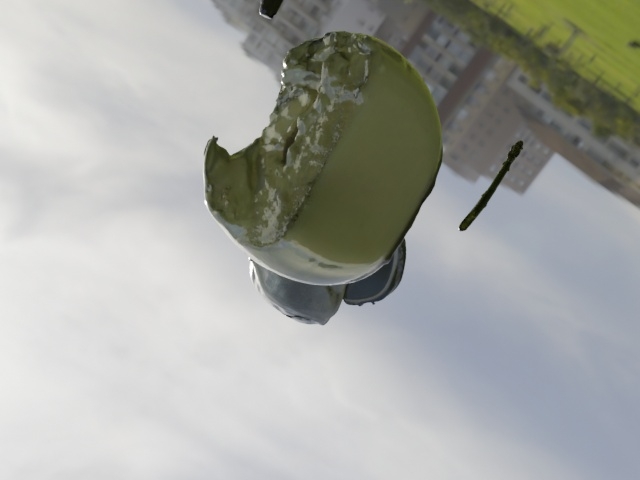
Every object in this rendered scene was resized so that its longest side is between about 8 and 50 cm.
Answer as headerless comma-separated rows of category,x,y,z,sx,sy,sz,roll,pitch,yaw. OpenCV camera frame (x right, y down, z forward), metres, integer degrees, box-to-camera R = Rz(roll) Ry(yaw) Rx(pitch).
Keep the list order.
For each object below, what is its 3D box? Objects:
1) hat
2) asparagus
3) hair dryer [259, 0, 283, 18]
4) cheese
hat,0.008,-0.004,1.572,0.161,0.275,0.232,33,-156,-47
asparagus,0.198,-0.063,1.180,0.016,0.013,0.166,54,-127,-20
hair dryer,-0.040,-0.340,1.085,0.114,0.247,0.070,12,163,10
cheese,0.011,-0.083,1.100,0.127,0.266,0.233,25,174,47
